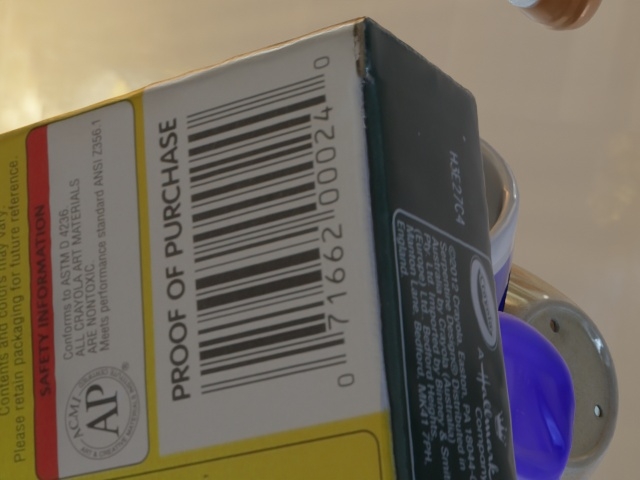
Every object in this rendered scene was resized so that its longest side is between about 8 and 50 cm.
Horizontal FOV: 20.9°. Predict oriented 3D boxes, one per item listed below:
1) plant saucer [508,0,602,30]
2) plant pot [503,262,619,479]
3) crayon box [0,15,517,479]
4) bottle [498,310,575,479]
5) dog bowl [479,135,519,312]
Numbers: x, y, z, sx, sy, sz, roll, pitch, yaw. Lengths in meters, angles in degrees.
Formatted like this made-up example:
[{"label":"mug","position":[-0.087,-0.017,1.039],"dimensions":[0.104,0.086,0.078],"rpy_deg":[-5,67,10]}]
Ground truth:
[{"label":"plant saucer","position":[0.150,-0.247,1.246],"dimensions":[0.200,0.037,0.200],"rpy_deg":[167,-90,-74]},{"label":"plant pot","position":[0.119,0.125,1.363],"dimensions":[0.191,0.284,0.284],"rpy_deg":[-17,-104,46]},{"label":"crayon box","position":[-0.098,0.073,0.537],"dimensions":[0.318,0.081,0.202],"rpy_deg":[-13,-110,27]},{"label":"bottle","position":[-0.003,0.098,0.963],"dimensions":[0.282,0.118,0.092],"rpy_deg":[-9,-118,37]},{"label":"dog bowl","position":[0.000,0.000,1.185],"dimensions":[0.265,0.264,0.104],"rpy_deg":[37,-45,42]}]
